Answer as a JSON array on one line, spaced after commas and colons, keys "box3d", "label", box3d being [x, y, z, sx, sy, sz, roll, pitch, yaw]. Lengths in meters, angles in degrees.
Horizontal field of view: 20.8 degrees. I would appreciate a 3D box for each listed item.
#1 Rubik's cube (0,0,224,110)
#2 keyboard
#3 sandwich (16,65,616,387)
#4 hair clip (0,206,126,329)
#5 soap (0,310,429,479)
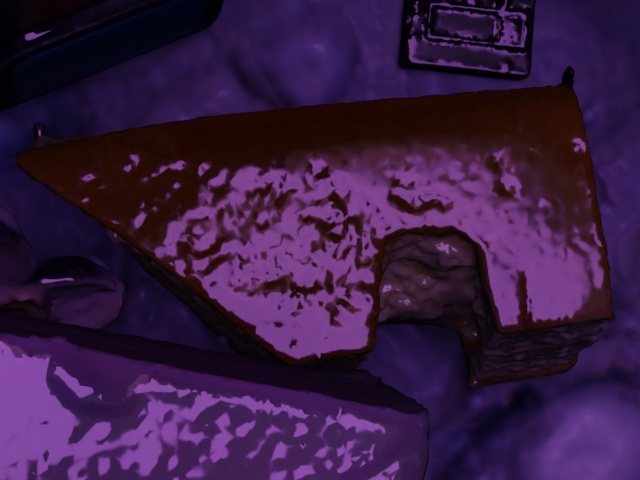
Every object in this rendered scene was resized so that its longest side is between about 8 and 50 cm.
[{"box3d": [-0.240, -0.199, 0.591, 0.362, 0.359, 0.363, -24, 86, -11], "label": "Rubik's cube"}, {"box3d": [0.074, -0.177, 0.799, 0.061, 0.013, 0.204, 6, 83, -7], "label": "keyboard"}, {"box3d": [0.000, 0.000, 0.720, 0.236, 0.122, 0.128, -6, 81, -5], "label": "sandwich"}, {"box3d": [-0.205, 0.045, 0.678, 0.257, 0.146, 0.075, -2, 65, -4], "label": "hair clip"}, {"box3d": [-0.133, 0.160, 0.590, 0.296, 0.107, 0.285, 10, 90, -12], "label": "soap"}]
